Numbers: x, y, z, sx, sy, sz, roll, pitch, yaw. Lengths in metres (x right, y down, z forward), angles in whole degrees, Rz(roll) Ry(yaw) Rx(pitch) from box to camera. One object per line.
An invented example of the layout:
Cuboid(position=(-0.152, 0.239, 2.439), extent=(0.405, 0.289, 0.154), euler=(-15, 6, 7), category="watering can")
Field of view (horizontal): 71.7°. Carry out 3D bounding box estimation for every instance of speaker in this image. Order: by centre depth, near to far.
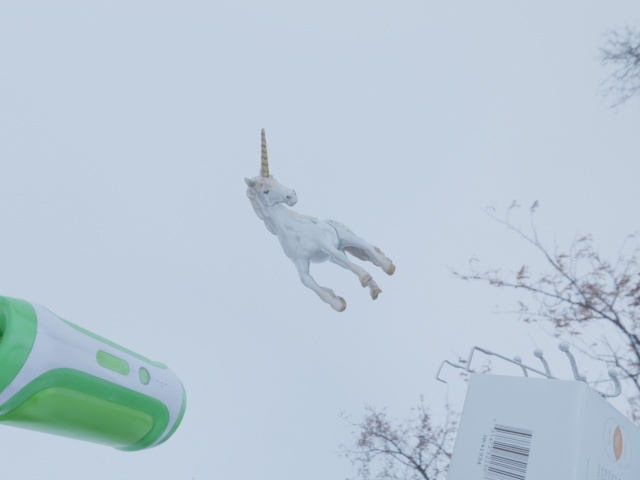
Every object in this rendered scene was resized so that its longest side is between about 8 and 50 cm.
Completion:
Cuboid(position=(-0.292, 0.176, 0.541), extent=(0.131, 0.296, 0.131), euler=(-10, -124, 16), category="speaker")

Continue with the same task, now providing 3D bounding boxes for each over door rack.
Cuboid(position=(0.462, 0.297, 1.028), extent=(0.324, 0.239, 0.108), euler=(11, -113, 2), category="over door rack")

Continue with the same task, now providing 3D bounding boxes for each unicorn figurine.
Cuboid(position=(0.000, 0.000, 0.350), extent=(0.060, 0.162, 0.111), euler=(-46, -110, 3), category="unicorn figurine")

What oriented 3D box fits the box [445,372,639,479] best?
Cuboid(position=(0.350, 0.357, 0.606), extent=(0.345, 0.168, 0.215), euler=(37, -119, -23), category="box")
